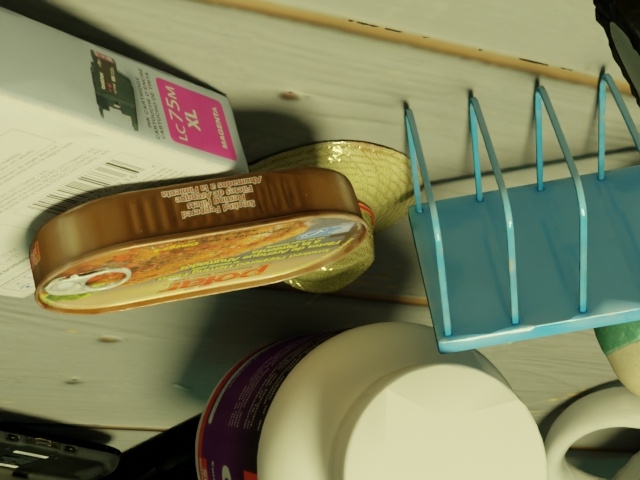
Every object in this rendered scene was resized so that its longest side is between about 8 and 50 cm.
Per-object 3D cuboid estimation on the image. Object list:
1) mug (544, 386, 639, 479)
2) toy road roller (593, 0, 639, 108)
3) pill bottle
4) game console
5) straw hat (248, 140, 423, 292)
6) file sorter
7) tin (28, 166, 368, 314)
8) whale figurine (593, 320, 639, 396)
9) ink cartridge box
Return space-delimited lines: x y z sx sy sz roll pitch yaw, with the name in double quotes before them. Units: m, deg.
"mug" 0.400 0.264 1.191 0.374 0.276 0.328 25 142 2
"toy road roller" 0.130 -0.179 0.374 0.202 0.240 0.329 -30 111 11
"pill bottle" 0.027 0.150 0.827 0.181 0.182 0.323 0 173 -16
"game console" -0.209 0.200 1.098 0.213 0.044 0.361 -31 145 32
"straw hat" 0.000 0.000 0.771 0.144 0.061 0.144 -6 151 -4
"file sorter" 0.139 -0.025 0.698 0.170 0.118 0.104 -10 134 2
"tin" -0.067 0.001 0.672 0.189 0.040 0.106 -10 157 -20
"whale figurine" 0.301 0.010 0.835 0.272 0.141 0.216 -18 168 -35
"ink cartridge box" -0.201 -0.045 0.581 0.185 0.065 0.311 -27 160 28
